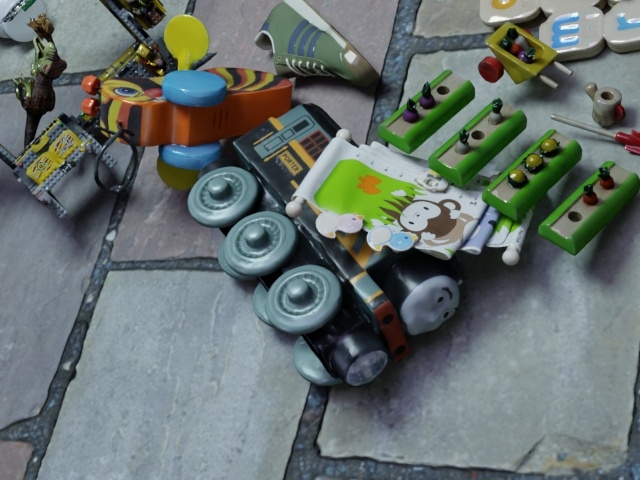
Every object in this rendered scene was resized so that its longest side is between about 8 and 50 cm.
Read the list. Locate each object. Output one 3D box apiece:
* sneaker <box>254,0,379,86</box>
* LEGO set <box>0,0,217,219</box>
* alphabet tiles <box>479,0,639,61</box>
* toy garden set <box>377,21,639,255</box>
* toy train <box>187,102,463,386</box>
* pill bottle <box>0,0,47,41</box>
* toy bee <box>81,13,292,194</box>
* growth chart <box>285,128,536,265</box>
[{"bbox_3d":[-0.011,-0.215,1.513,0.086,0.064,0.192,-45,49,6],"label":"sneaker"},{"bbox_3d":[-0.303,-0.187,1.526,0.331,0.255,0.192,-39,26,-9],"label":"LEGO set"},{"bbox_3d":[0.313,-0.319,1.422,0.278,0.021,0.284,-7,57,23],"label":"alphabet tiles"},{"bbox_3d":[0.213,-0.119,1.284,0.244,0.049,0.204,34,59,28],"label":"toy garden set"},{"bbox_3d":[0.000,0.000,1.322,0.190,0.142,0.334,-34,49,-7],"label":"toy train"},{"bbox_3d":[-0.450,-0.336,1.815,0.087,0.087,0.160,-49,50,-7],"label":"pill bottle"},{"bbox_3d":[-0.177,-0.156,1.430,0.162,0.298,0.195,26,101,32],"label":"toy bee"},{"bbox_3d":[0.096,-0.040,1.263,0.237,0.021,0.172,14,40,5],"label":"growth chart"}]
